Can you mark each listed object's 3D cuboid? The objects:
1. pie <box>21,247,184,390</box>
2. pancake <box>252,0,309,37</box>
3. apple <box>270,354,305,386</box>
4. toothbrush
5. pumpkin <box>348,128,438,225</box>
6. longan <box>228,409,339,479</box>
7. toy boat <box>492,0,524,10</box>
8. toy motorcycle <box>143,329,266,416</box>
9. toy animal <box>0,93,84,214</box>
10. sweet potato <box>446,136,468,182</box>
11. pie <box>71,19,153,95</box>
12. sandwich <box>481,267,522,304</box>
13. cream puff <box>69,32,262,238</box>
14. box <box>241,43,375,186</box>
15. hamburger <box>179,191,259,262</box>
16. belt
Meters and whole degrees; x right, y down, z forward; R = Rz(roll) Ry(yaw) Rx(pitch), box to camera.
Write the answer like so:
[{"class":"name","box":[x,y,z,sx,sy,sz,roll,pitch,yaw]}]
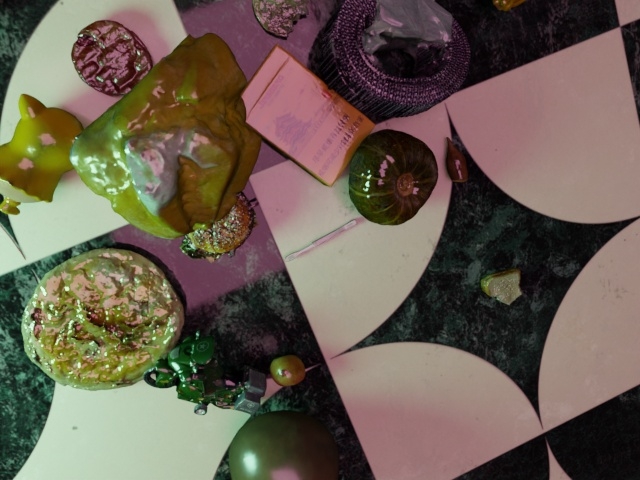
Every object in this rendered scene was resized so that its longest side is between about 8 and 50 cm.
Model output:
[{"class":"pie","box":[-0.467,0.180,1.031,0.340,0.077,0.338,-3,102,-15]},{"class":"pancake","box":[-0.083,-0.507,1.009,0.116,0.022,0.129,42,91,-13]},{"class":"apple","box":[-0.078,0.309,1.137,0.084,0.084,0.071,-12,86,-9]},{"class":"toothbrush","box":[0.001,0.000,1.126,0.195,0.017,0.014,-28,104,-5]},{"class":"pumpkin","box":[0.155,-0.139,1.066,0.219,0.162,0.218,-15,116,-32]},{"class":"longan","box":[-0.084,0.517,1.094,0.259,0.258,0.257,-2,101,-11]},{"class":"toy boat","box":[0.469,-0.642,1.062,0.141,0.099,0.317,34,90,-19]},{"class":"toy motorcycle","box":[-0.238,0.304,1.065,0.275,0.124,0.187,28,119,-27]},{"class":"toy animal","box":[-0.558,-0.155,0.919,0.156,0.156,0.229,38,95,-16]},{"class":"sweet potato","box":[0.321,-0.193,1.141,0.050,0.049,0.117,-20,97,-8]},{"class":"pie","box":[-0.420,-0.365,0.960,0.154,0.038,0.153,-3,104,-13]},{"class":"sandwich","box":[0.471,0.124,1.239,0.105,0.036,0.092,-10,103,-9]},{"class":"cream puff","box":[-0.255,-0.166,0.873,0.378,0.378,0.275,-46,117,-1]},{"class":"box","box":[-0.039,-0.266,1.038,0.274,0.076,0.174,35,91,-16]},{"class":"hamburger","box":[-0.229,-0.036,1.033,0.164,0.093,0.189,38,93,-16]},{"class":"belt","box":[0.162,-0.399,1.008,0.325,0.122,0.259,0,86,-18]}]
